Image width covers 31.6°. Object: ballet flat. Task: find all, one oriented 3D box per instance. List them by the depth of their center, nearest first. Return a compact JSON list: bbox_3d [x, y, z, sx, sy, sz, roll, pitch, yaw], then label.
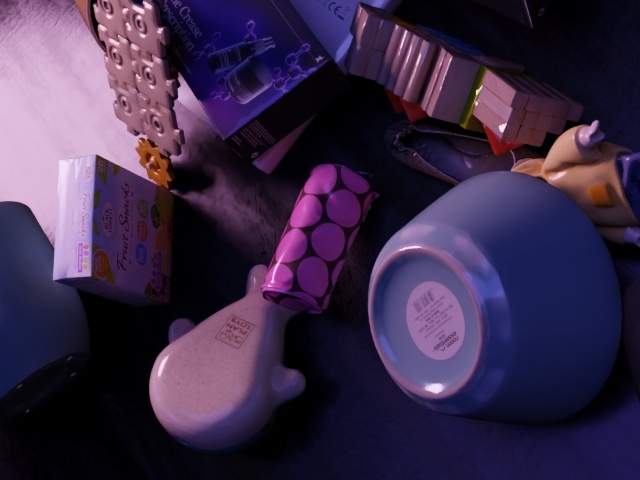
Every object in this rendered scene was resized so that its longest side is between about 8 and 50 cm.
[{"bbox_3d":[0.191,-0.107,1.488,0.249,0.058,0.084,23,88,28],"label":"ballet flat"}]

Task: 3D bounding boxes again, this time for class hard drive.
[{"bbox_3d":[-0.050,-0.302,1.659,0.233,0.047,0.353,40,95,27],"label":"hard drive"}]

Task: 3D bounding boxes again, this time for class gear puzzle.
[{"bbox_3d":[-0.240,-0.212,1.610,0.044,0.339,0.175,-32,47,-30],"label":"gear puzzle"}]

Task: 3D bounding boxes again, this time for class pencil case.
[{"bbox_3d":[0.000,0.000,1.510,0.095,0.098,0.209,-18,44,62],"label":"pencil case"}]

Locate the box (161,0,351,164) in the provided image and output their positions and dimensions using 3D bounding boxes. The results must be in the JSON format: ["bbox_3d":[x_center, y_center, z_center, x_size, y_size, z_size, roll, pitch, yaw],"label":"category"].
[{"bbox_3d":[-0.107,-0.269,1.585,0.184,0.103,0.261,-36,65,3],"label":"box"}]

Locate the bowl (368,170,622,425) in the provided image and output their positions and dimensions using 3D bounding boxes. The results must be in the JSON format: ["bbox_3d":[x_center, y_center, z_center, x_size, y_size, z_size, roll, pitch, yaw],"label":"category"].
[{"bbox_3d":[0.172,0.081,1.318,0.311,0.163,0.312,13,107,47],"label":"bowl"}]

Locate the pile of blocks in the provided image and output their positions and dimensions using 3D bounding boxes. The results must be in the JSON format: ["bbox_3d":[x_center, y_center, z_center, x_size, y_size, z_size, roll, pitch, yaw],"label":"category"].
[{"bbox_3d":[0.172,-0.199,1.496,0.362,0.149,0.113,36,117,35],"label":"pile of blocks"}]

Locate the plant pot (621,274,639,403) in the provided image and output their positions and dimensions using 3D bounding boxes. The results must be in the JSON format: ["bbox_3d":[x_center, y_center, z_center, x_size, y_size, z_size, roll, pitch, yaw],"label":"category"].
[{"bbox_3d":[0.436,0.134,1.224,0.263,0.263,0.229,-33,49,15],"label":"plant pot"}]

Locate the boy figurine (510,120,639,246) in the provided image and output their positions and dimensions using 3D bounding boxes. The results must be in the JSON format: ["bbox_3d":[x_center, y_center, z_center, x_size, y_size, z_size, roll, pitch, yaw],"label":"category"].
[{"bbox_3d":[0.324,-0.064,1.320,0.285,0.177,0.092,4,44,40],"label":"boy figurine"}]

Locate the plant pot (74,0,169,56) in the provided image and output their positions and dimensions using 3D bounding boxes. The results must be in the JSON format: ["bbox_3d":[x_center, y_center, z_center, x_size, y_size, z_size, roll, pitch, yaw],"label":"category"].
[{"bbox_3d":[-0.293,-0.427,1.723,0.237,0.237,0.254,-48,50,7],"label":"plant pot"}]

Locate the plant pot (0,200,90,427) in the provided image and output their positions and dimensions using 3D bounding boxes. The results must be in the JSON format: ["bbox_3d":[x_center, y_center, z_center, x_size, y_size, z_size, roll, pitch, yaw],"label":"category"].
[{"bbox_3d":[-0.472,0.126,1.626,0.293,0.293,0.235,-42,77,10],"label":"plant pot"}]

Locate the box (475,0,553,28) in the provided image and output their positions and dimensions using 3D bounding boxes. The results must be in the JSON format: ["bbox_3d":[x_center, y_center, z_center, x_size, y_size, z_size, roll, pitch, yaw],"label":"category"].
[{"bbox_3d":[0.232,-0.485,1.477,0.296,0.183,0.294,34,84,28],"label":"box"}]

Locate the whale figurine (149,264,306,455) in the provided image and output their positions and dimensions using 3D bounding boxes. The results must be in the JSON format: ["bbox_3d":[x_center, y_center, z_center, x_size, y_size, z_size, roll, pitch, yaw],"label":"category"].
[{"bbox_3d":[-0.109,0.167,1.539,0.216,0.141,0.272,20,63,22],"label":"whale figurine"}]

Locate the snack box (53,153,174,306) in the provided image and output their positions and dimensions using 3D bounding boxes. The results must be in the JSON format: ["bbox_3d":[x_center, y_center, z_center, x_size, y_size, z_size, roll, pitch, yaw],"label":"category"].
[{"bbox_3d":[-0.288,-0.008,1.607,0.070,0.207,0.175,-7,75,24],"label":"snack box"}]
